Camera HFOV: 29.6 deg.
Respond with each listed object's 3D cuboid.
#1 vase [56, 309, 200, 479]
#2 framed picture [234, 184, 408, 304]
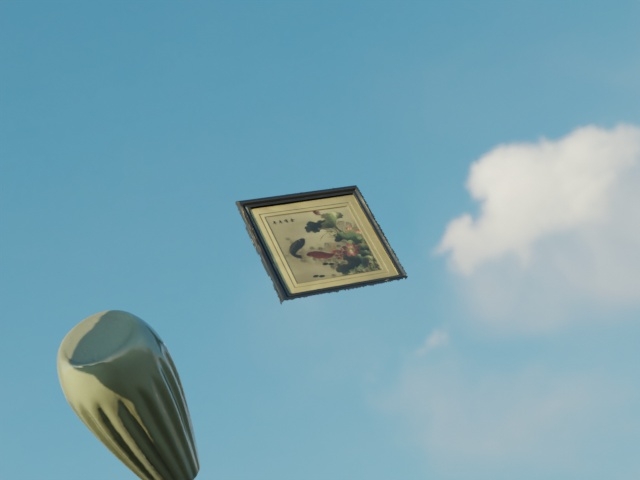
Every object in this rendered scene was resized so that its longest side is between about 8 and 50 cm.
[{"bbox_3d":[-0.214,0.200,1.430,0.128,0.128,0.248,-18,-54,5],"label":"vase"},{"bbox_3d":[0.000,0.000,1.707,0.195,0.199,0.010,-8,-41,-23],"label":"framed picture"}]
